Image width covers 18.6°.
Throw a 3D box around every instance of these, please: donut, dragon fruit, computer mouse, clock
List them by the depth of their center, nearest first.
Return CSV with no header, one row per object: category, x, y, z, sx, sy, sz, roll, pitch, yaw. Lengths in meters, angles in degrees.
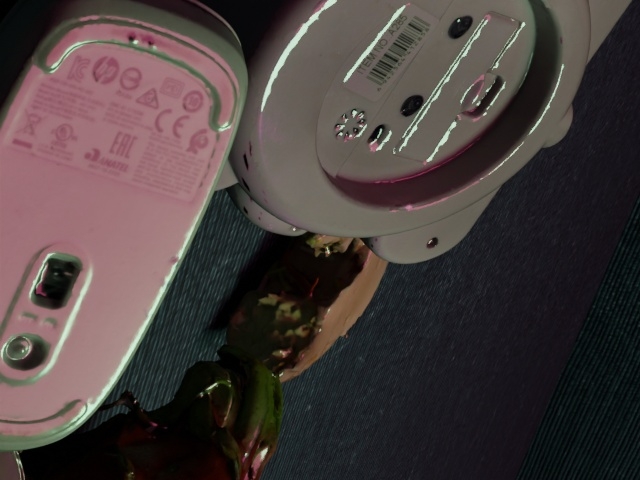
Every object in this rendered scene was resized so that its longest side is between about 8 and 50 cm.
computer mouse,-0.154,-0.014,1.069,0.159,0.097,0.288,17,102,-36
clock,0.042,-0.127,1.295,0.322,0.113,0.295,10,121,-48
dragon fruit,-0.141,0.191,1.383,0.198,0.200,0.269,142,-38,-73
donut,0.000,0.000,1.609,0.199,0.085,0.233,-39,153,-51

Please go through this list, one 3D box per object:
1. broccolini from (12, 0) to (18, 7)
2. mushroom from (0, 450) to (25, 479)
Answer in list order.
broccolini,-0.137,-0.064,1.134,0.067,0.058,0.216,-49,160,-25
mushroom,-0.242,0.199,1.132,0.141,0.117,0.188,53,37,-41
